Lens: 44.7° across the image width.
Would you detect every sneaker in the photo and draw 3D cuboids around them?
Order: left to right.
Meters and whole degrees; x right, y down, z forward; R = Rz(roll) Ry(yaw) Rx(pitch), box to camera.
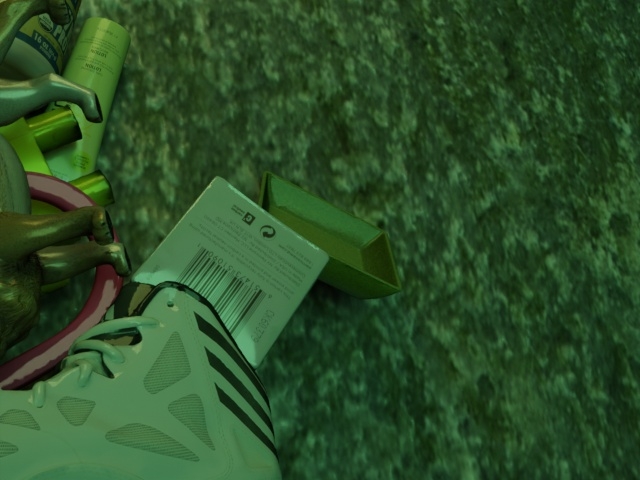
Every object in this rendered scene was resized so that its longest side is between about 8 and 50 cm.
[{"bbox_3d":[-0.226,0.146,0.624,0.448,0.169,0.257,20,47,-35],"label":"sneaker"}]

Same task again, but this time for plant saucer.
[{"bbox_3d":[0.000,0.000,0.955,0.189,0.045,0.188,26,19,-11],"label":"plant saucer"}]

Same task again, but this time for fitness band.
[{"bbox_3d":[-0.339,0.051,0.768,0.291,0.054,0.208,-30,89,-19],"label":"fitness band"}]

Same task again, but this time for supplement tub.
[{"bbox_3d":[-0.358,-0.264,0.896,0.145,0.144,0.199,14,65,-18],"label":"supplement tub"}]

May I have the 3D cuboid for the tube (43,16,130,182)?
[{"bbox_3d":[-0.289,-0.154,0.934,0.070,0.062,0.240,4,67,22],"label":"tube"}]

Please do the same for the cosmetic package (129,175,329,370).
[{"bbox_3d":[-0.113,0.059,0.845,0.151,0.184,0.151,37,61,-5],"label":"cosmetic package"}]

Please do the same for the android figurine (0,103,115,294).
[{"bbox_3d":[-0.372,-0.041,0.833,0.273,0.056,0.248,-28,88,-19],"label":"android figurine"}]

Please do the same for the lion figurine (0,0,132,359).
[{"bbox_3d":[-0.318,-0.056,0.710,0.240,0.142,0.391,-12,70,-6],"label":"lion figurine"}]
